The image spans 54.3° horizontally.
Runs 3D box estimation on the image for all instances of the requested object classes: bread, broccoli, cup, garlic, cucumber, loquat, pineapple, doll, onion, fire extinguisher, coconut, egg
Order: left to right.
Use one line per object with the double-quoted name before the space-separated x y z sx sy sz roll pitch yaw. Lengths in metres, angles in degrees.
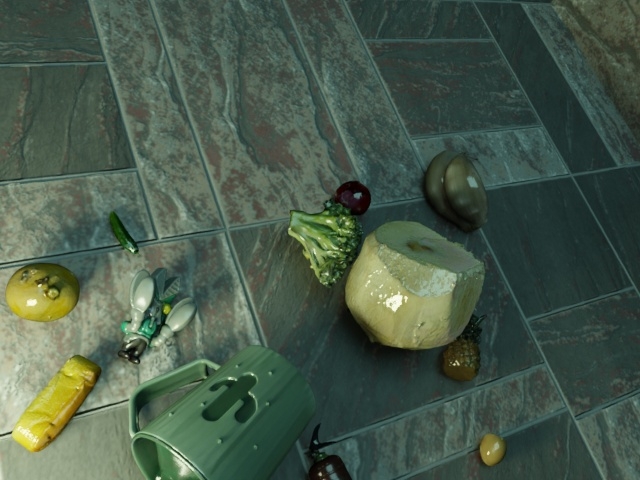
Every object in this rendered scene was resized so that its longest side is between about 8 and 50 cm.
"loquat" -0.695 0.129 1.569 0.172 0.204 0.149 8 78 -33
"bread" -0.628 0.394 1.507 0.094 0.102 0.245 30 53 2
"cucumber" -0.570 -0.016 1.797 0.039 0.039 0.168 -26 74 -33
"doll" -0.435 0.202 1.681 0.195 0.153 0.258 8 83 -52
"cup" -0.256 0.445 1.527 0.401 0.310 0.392 46 49 3
"broccoli" 0.000 0.000 1.937 0.245 0.248 0.288 21 12 -5
"fire extinguisher" 0.053 0.654 1.644 0.102 0.138 0.344 -13 69 -45
"onion" 0.110 -0.144 2.127 0.131 0.131 0.131 11 59 -19
"coconut" 0.262 0.164 1.890 0.404 0.404 0.405 11 59 -19
"garlic" 0.525 -0.228 2.294 0.245 0.231 0.340 13 64 -14
"pineapple" 0.473 0.332 2.029 0.128 0.128 0.248 31 49 -6
"egg" 0.526 0.638 1.901 0.080 0.080 0.096 19 63 -13

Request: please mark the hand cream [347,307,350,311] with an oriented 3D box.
"hand cream" 0.110 0.176 2.006 0.036 0.023 0.122 20 60 -17
